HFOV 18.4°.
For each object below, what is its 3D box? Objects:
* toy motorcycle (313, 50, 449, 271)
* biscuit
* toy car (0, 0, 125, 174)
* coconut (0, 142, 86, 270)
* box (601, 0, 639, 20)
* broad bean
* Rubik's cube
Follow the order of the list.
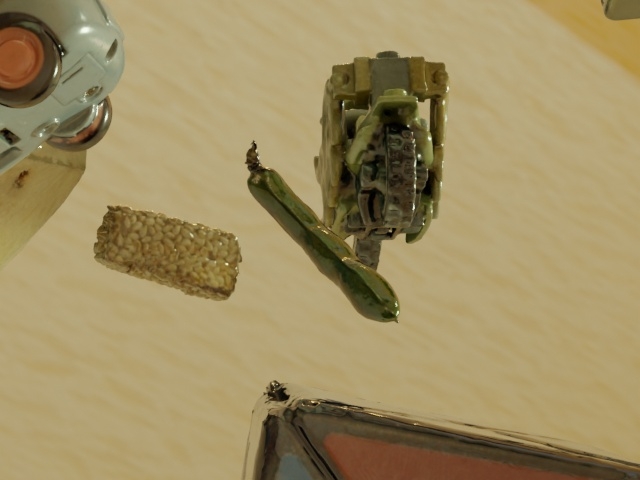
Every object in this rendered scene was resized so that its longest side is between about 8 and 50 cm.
[{"bbox_3d":[0.078,-0.100,2.506,0.410,0.169,0.237,120,-32,-78],"label":"toy motorcycle"},{"bbox_3d":[-0.168,0.015,2.188,0.070,0.168,0.082,-10,-113,66],"label":"biscuit"},{"bbox_3d":[-0.301,-0.144,1.548,0.270,0.212,0.180,-33,167,2],"label":"toy car"},{"bbox_3d":[-0.499,-0.122,2.492,0.415,0.415,0.344,-33,-135,41],"label":"coconut"},{"bbox_3d":[0.341,-0.307,2.104,0.172,0.093,0.124,75,7,-72],"label":"box"},{"bbox_3d":[0.000,0.002,1.774,0.039,0.069,0.227,-39,-115,-10],"label":"broad bean"},{"bbox_3d":[0.078,0.280,1.524,0.310,0.307,0.305,144,-45,-83],"label":"Rubik's cube"}]
